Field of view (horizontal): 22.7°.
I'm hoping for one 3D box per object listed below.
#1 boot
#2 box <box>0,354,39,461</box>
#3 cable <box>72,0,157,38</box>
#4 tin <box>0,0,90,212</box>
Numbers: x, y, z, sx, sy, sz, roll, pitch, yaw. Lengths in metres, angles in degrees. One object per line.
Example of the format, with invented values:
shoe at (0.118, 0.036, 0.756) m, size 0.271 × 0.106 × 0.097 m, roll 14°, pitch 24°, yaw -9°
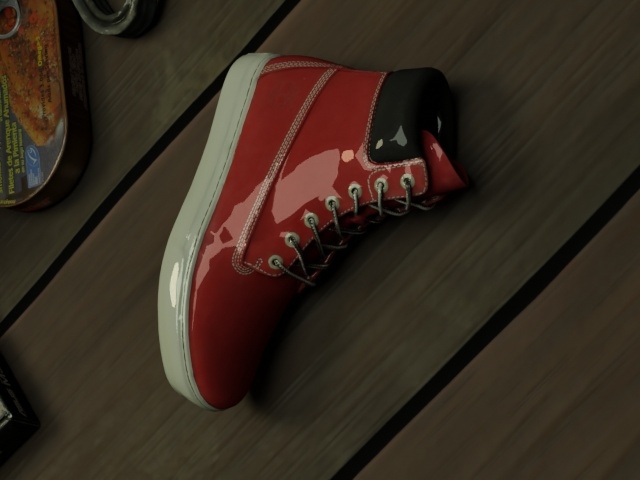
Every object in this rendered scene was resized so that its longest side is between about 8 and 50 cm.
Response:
boot at (0.000, 0.000, 1.021) m, size 0.176 × 0.088 × 0.244 m, roll 9°, pitch 80°, yaw 32°
box at (-0.327, 0.123, 1.209) m, size 0.184 × 0.045 × 0.190 m, roll -40°, pitch 62°, yaw 9°
cable at (-0.217, -0.268, 1.226) m, size 0.139 × 0.072 × 0.287 m, roll -31°, pitch 64°, yaw 28°
tin at (-0.229, -0.113, 1.218) m, size 0.106 × 0.040 × 0.189 m, roll -16°, pitch 71°, yaw 24°
